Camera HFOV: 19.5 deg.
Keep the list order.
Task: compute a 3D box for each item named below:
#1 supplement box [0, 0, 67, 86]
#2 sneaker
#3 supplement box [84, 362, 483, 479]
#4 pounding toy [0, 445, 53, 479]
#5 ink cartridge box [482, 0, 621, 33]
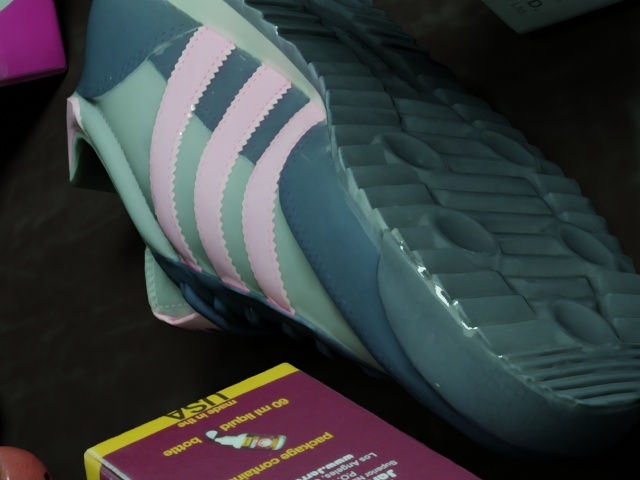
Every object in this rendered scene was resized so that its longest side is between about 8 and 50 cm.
[{"bbox_3d":[-0.209,-0.171,0.854,0.114,0.111,0.220,-3,101,44],"label":"supplement box"},{"bbox_3d":[0.000,0.000,0.654,0.319,0.112,0.131,52,124,49],"label":"sneaker"},{"bbox_3d":[0.018,0.123,0.534,0.188,0.080,0.104,26,130,48],"label":"supplement box"},{"bbox_3d":[-0.180,0.101,0.778,0.237,0.110,0.183,129,135,-56],"label":"pounding toy"},{"bbox_3d":[0.133,-0.165,0.534,0.311,0.186,0.065,-13,58,39],"label":"ink cartridge box"}]
